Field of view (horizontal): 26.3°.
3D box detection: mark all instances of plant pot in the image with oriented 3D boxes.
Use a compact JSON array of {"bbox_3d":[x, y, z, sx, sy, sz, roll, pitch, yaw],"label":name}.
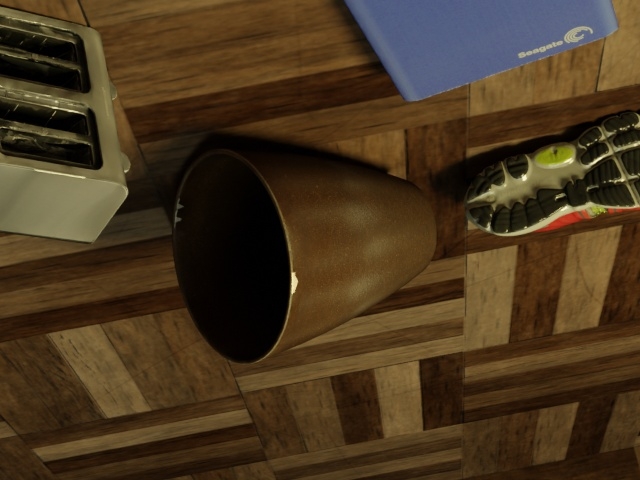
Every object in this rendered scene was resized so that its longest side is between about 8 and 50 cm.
[{"bbox_3d":[0.000,0.000,1.418,0.230,0.215,0.215,-10,158,-35],"label":"plant pot"}]

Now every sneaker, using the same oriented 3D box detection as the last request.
[{"bbox_3d":[0.294,-0.069,1.506,0.279,0.107,0.118,-11,172,7],"label":"sneaker"}]

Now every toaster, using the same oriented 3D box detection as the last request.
[{"bbox_3d":[-0.259,-0.098,1.140,0.186,0.168,0.110,9,145,-36],"label":"toaster"}]

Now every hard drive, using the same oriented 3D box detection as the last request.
[{"bbox_3d":[0.120,-0.235,1.143,0.210,0.040,0.318,-18,153,13],"label":"hard drive"}]
